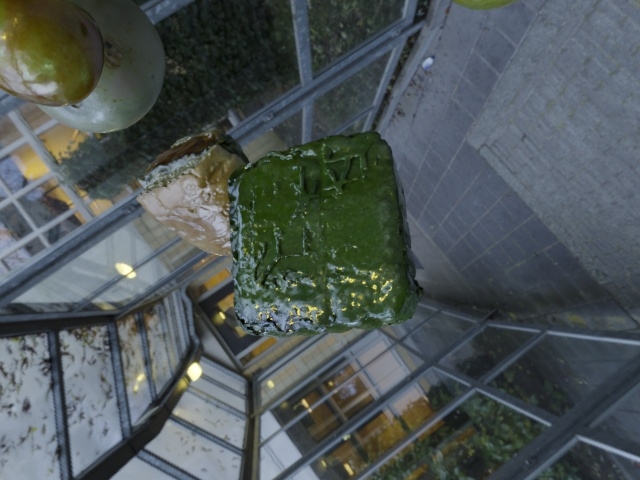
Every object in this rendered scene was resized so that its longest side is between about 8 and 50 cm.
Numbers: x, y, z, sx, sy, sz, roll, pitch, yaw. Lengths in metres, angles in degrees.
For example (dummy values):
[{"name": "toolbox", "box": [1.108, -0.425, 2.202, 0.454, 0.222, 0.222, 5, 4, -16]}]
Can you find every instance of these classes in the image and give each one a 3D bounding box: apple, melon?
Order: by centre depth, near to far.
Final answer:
[{"name": "apple", "box": [-0.257, -0.183, 0.418, 0.099, 0.101, 0.114, 28, -158, 4]}, {"name": "melon", "box": [-0.460, -0.376, 0.904, 0.268, 0.269, 0.330, 63, -163, -50]}]

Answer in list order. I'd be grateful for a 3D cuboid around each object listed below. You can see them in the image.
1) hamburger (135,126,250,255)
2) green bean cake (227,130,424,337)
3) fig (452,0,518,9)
[{"name": "hamburger", "box": [-0.146, -0.048, 0.652, 0.155, 0.135, 0.207, 0, 135, 37]}, {"name": "green bean cake", "box": [0.000, 0.000, 0.495, 0.113, 0.201, 0.214, 41, -138, -64]}, {"name": "fig", "box": [0.334, -0.548, 0.800, 0.271, 0.239, 0.239, 45, 168, 45]}]
